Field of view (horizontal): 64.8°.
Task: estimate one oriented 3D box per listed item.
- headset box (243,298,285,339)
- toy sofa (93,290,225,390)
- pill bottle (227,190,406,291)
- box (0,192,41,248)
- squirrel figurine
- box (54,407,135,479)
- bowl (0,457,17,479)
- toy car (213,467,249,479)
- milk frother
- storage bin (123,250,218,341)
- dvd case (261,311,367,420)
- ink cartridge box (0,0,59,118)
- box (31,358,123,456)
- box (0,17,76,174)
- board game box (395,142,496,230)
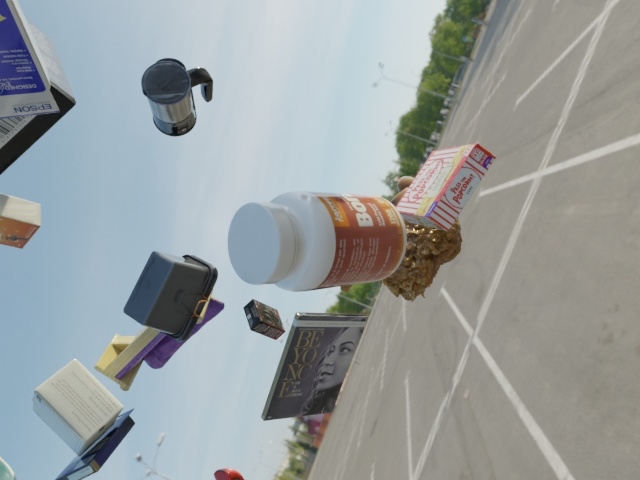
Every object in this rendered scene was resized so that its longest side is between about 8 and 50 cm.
[{"bbox_3d":[-0.111,0.162,1.023,0.032,0.083,0.062,-43,44,16],"label":"headset box"},{"bbox_3d":[-0.442,0.264,1.409,0.362,0.177,0.150,-42,19,21],"label":"toy sofa"},{"bbox_3d":[0.000,0.000,0.623,0.216,0.121,0.121,-3,-61,-46],"label":"pill bottle"},{"bbox_3d":[-0.946,-0.063,1.498,0.130,0.091,0.171,-39,-37,26],"label":"box"},{"bbox_3d":[0.201,0.013,1.502,0.397,0.371,0.280,-138,31,-66],"label":"squirrel figurine"},{"bbox_3d":[-0.586,0.547,1.342,0.137,0.036,0.225,-30,12,17],"label":"box"},{"bbox_3d":[-0.828,0.577,1.052,0.163,0.312,0.311,-54,-6,4],"label":"bowl"},{"bbox_3d":[-0.129,0.542,0.904,0.053,0.239,0.224,-15,-38,-50],"label":"toy car"},{"bbox_3d":[-0.283,-0.291,0.934,0.129,0.143,0.135,-48,-1,-16],"label":"milk frother"},{"bbox_3d":[-0.235,0.084,0.789,0.091,0.098,0.135,31,-97,-60],"label":"storage bin"},{"bbox_3d":[-0.009,0.238,0.955,0.165,0.018,0.221,8,-74,-37],"label":"dvd case"},{"bbox_3d":[-0.673,-0.334,0.901,0.307,0.304,0.072,116,140,-64],"label":"ink cartridge box"},{"bbox_3d":[-0.617,0.425,1.279,0.119,0.182,0.181,-44,-3,-42],"label":"box"},{"bbox_3d":[-0.820,-0.397,1.242,0.294,0.395,0.212,-41,-38,5],"label":"box"},{"bbox_3d":[0.215,-0.095,0.910,0.146,0.045,0.193,-57,11,-1],"label":"board game box"}]
